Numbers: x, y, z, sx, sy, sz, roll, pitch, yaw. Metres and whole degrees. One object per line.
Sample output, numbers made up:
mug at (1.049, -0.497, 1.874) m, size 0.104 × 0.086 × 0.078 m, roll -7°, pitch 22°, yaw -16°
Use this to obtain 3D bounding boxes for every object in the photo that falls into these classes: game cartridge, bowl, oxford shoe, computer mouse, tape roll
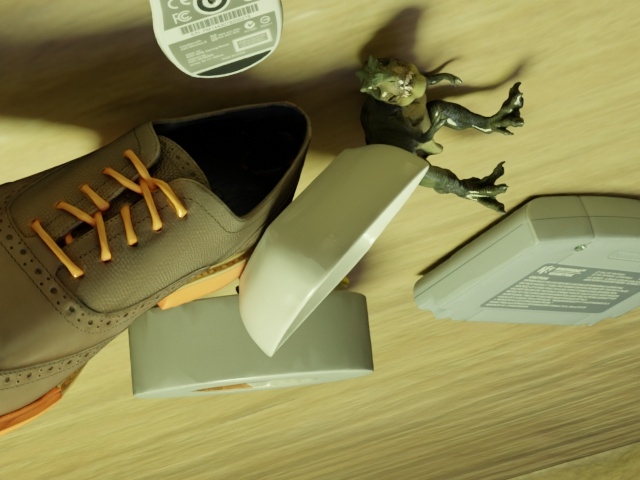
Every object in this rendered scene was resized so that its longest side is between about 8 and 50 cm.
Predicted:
game cartridge at (0.263, 0.025, 1.030) m, size 0.294 × 0.060 × 0.196 m, roll 6°, pitch 152°, yaw -38°
bowl at (0.000, 0.000, 0.674) m, size 0.142 × 0.053 × 0.142 m, roll -47°, pitch 176°, yaw -30°
oxford shoe at (-0.137, -0.004, 0.563) m, size 0.133 × 0.130 × 0.364 m, roll -47°, pitch 173°, yaw 39°
computer mouse at (-0.067, -0.151, 0.484) m, size 0.106 × 0.042 × 0.193 m, roll -18°, pitch 150°, yaw -3°
tape roll at (-0.063, 0.097, 0.915) m, size 0.219 × 0.072 × 0.219 m, roll -7°, pitch 169°, yaw -1°

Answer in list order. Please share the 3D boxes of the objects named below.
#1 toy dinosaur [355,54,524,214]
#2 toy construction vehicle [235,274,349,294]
toy dinosaur at (0.081, -0.065, 0.727) m, size 0.118 × 0.064 × 0.268 m, roll 1°, pitch 156°, yaw 1°
toy construction vehicle at (-0.028, 0.025, 0.896) m, size 0.086 × 0.035 × 0.098 m, roll -28°, pitch 144°, yaw 27°
